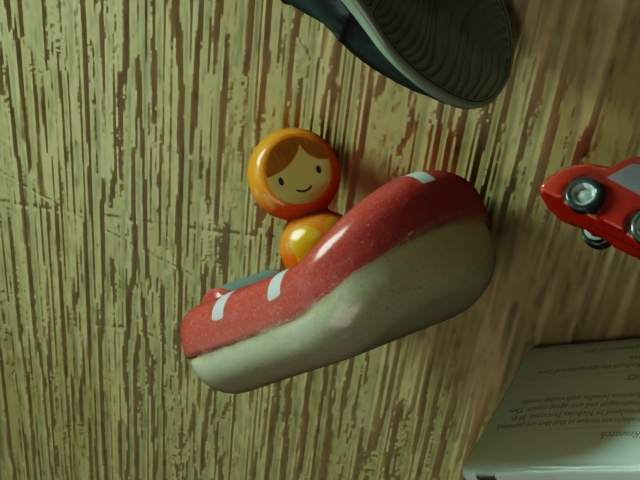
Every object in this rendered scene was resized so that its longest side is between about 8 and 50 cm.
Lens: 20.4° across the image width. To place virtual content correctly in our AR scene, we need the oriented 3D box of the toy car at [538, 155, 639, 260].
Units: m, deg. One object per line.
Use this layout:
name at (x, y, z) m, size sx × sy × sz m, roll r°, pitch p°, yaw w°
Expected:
toy car at (0.259, 0.029, 0.983) m, size 0.225 × 0.053 × 0.239 m, roll 39°, pitch 170°, yaw -28°

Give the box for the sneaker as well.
sneaker at (0.007, -0.155, 0.991) m, size 0.222 × 0.083 × 0.118 m, roll 41°, pitch 163°, yaw -21°

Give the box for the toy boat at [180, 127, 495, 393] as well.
toy boat at (0.000, 0.000, 1.130) m, size 0.231 × 0.151 × 0.151 m, roll -23°, pitch 87°, yaw 49°

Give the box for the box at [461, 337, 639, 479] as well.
box at (0.221, 0.163, 1.134) m, size 0.182 × 0.119 × 0.181 m, roll -9°, pitch 127°, yaw 43°
